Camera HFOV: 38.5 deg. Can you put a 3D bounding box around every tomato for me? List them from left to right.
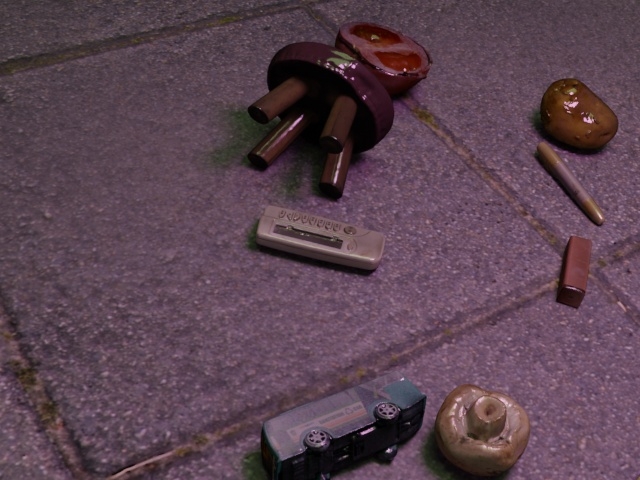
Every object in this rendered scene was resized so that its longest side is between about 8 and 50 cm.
[{"bbox_3d":[0.135,-0.389,2.034,0.199,0.112,0.228,-10,47,-30],"label":"tomato"}]

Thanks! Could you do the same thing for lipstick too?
[{"bbox_3d":[0.472,0.056,1.697,0.045,0.045,0.145,16,45,8],"label":"lipstick"}]

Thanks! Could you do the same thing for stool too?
[{"bbox_3d":[-0.011,-0.228,1.758,0.272,0.272,0.178,23,61,12],"label":"stool"}]

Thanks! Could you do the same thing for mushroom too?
[{"bbox_3d":[0.243,0.283,1.377,0.148,0.112,0.148,-1,45,1],"label":"mushroom"}]

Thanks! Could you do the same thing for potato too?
[{"bbox_3d":[0.557,-0.270,1.991,0.176,0.137,0.137,49,53,6],"label":"potato"}]

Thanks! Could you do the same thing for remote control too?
[{"bbox_3d":[0.000,-0.001,1.659,0.230,0.049,0.090,15,45,3],"label":"remote control"}]

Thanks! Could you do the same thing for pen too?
[{"bbox_3d":[0.513,-0.117,1.890,0.032,0.040,0.233,-13,54,-22],"label":"pen"}]

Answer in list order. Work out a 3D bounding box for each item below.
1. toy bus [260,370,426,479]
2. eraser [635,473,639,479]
[{"bbox_3d":[0.034,0.283,1.359,0.262,0.091,0.109,-15,39,-26],"label":"toy bus"},{"bbox_3d":[0.497,0.407,1.339,0.117,0.058,0.172,37,50,24],"label":"eraser"}]
